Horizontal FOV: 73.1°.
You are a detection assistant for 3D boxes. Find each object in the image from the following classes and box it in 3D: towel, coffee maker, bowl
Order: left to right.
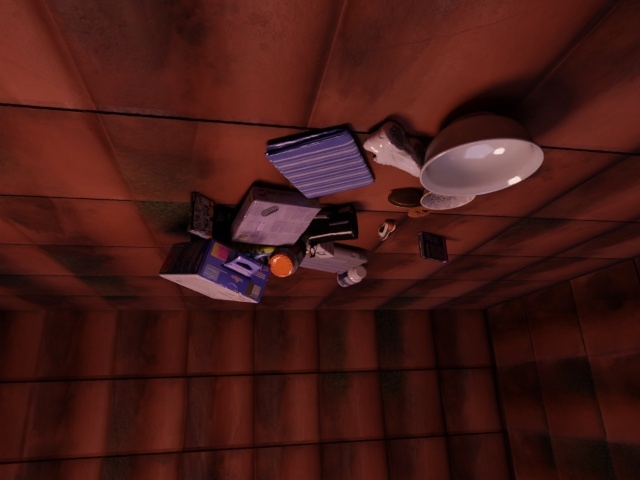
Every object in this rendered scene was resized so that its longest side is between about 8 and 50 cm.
[{"bbox_3d":[0.010,-0.220,1.273,0.243,0.040,0.336,-10,161,16],"label":"towel"},{"bbox_3d":[0.047,-0.033,1.586,0.178,0.171,0.120,-6,-173,18],"label":"coffee maker"},{"bbox_3d":[0.401,-0.168,1.379,0.170,0.080,0.170,-3,161,-1],"label":"bowl"},{"bbox_3d":[0.400,-0.235,1.110,0.298,0.134,0.298,-2,161,-1],"label":"bowl"}]

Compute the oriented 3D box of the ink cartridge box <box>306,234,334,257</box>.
[{"bbox_3d":[0.000,0.000,1.764,0.063,0.109,0.150,-8,160,22],"label":"ink cartridge box"}]

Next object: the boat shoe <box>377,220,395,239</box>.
[{"bbox_3d":[0.260,-0.041,1.770,0.043,0.049,0.137,7,156,-15],"label":"boat shoe"}]

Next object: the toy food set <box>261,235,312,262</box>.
[{"bbox_3d":[-0.151,0.029,1.823,0.232,0.111,0.104,-10,159,29],"label":"toy food set"}]

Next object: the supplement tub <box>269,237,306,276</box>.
[{"bbox_3d":[-0.128,0.064,1.683,0.117,0.117,0.190,-8,-163,15],"label":"supplement tub"}]

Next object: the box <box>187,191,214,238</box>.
[{"bbox_3d":[-0.399,-0.083,1.444,0.027,0.137,0.094,-11,159,25],"label":"box"}]

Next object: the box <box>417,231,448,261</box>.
[{"bbox_3d":[0.495,0.031,1.898,0.162,0.116,0.029,13,157,-35],"label":"box"}]

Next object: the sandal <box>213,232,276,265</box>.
[{"bbox_3d":[-0.331,0.047,1.751,0.317,0.126,0.138,7,126,8],"label":"sandal"}]

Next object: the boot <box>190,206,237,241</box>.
[{"bbox_3d":[-0.354,-0.034,1.648,0.207,0.094,0.246,19,146,-38],"label":"boot"}]

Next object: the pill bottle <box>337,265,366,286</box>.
[{"bbox_3d":[0.171,0.189,2.339,0.094,0.094,0.169,9,157,-29],"label":"pill bottle"}]

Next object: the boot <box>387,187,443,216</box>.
[{"bbox_3d":[0.323,-0.122,1.519,0.197,0.073,0.152,1,164,-3],"label":"boot"}]

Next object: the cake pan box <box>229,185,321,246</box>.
[{"bbox_3d":[-0.163,-0.071,1.505,0.246,0.070,0.267,6,145,-27],"label":"cake pan box"}]

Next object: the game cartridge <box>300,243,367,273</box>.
[{"bbox_3d":[0.022,0.078,2.043,0.355,0.068,0.230,13,148,-33],"label":"game cartridge"}]

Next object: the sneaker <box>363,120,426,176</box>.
[{"bbox_3d":[0.204,-0.238,1.177,0.115,0.090,0.232,-11,151,42],"label":"sneaker"}]

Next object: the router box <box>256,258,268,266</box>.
[{"bbox_3d":[-0.431,0.123,2.103,0.301,0.082,0.335,-3,160,3],"label":"router box"}]

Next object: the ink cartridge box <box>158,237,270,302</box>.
[{"bbox_3d":[-0.378,0.116,1.602,0.270,0.151,0.395,32,158,-36],"label":"ink cartridge box"}]
